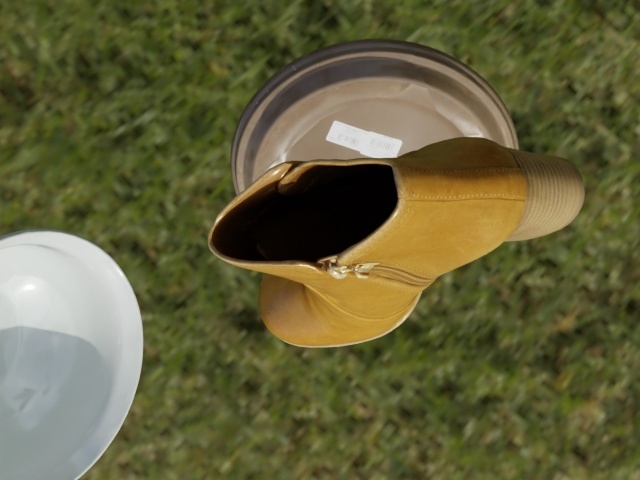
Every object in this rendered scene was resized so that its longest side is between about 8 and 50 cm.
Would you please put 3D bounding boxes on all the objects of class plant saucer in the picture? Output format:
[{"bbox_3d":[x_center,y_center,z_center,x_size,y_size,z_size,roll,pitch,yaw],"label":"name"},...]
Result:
[{"bbox_3d":[0.052,-0.064,1.729,0.278,0.041,0.278,0,126,1],"label":"plant saucer"}]

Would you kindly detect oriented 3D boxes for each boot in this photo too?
[{"bbox_3d":[0.001,0.001,1.143,0.295,0.211,0.104,-24,74,41],"label":"boot"}]

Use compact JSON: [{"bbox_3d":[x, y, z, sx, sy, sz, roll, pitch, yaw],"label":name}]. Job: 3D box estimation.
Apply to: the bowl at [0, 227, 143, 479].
[{"bbox_3d":[-0.340,0.119,1.873,0.134,0.298,0.298,19,129,45],"label":"bowl"}]
